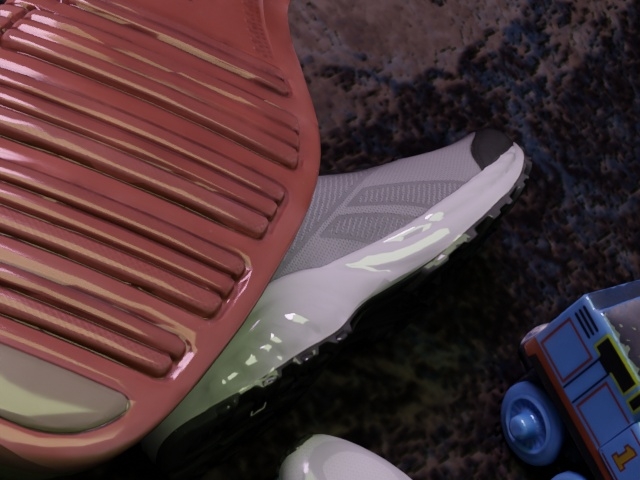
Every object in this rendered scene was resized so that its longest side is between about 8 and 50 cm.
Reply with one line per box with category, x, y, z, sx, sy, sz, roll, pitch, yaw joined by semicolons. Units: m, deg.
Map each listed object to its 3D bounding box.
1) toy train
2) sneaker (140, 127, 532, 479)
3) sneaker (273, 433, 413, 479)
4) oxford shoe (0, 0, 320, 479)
toy train;0.157;0.109;0.805;0.080;0.105;0.184;-12;66;-36
sneaker;0.000;0.000;0.793;0.108;0.100;0.271;48;48;13
sneaker;0.063;0.147;0.739;0.190;0.083;0.071;43;49;3
oxford shoe;-0.087;-0.039;0.711;0.140;0.146;0.397;27;40;-12
